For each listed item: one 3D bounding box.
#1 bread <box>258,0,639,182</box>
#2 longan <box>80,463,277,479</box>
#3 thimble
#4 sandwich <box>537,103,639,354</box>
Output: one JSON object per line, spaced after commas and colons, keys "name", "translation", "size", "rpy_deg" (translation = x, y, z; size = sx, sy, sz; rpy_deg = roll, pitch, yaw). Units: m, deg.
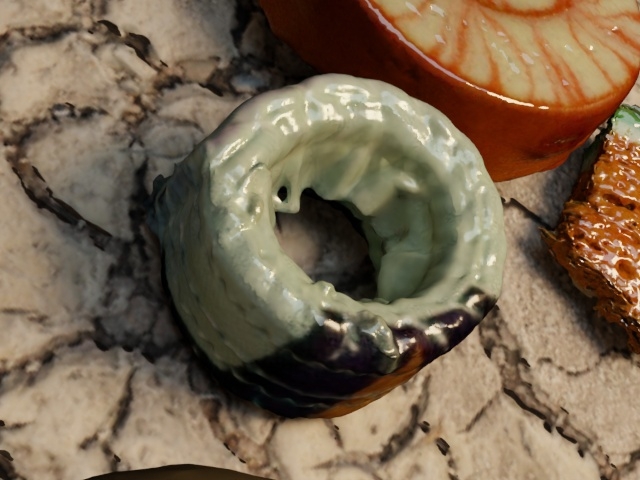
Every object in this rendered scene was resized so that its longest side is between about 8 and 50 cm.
{"name": "bread", "translation": [0.103, -0.200, 1.048], "size": [0.327, 0.114, 0.295], "rpy_deg": [46, 47, 2]}
{"name": "longan", "translation": [-0.105, 0.314, 0.576], "size": [0.436, 0.404, 0.404], "rpy_deg": [-16, 77, -28]}
{"name": "thimble", "translation": [0.000, 0.000, 0.916], "size": [0.237, 0.150, 0.237], "rpy_deg": [11, 63, -22]}
{"name": "sandwich", "translation": [0.279, 0.017, 1.102], "size": [0.159, 0.079, 0.235], "rpy_deg": [-39, 86, -23]}
